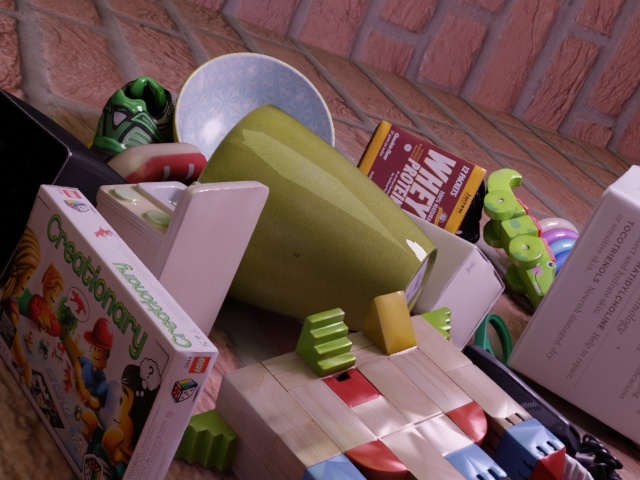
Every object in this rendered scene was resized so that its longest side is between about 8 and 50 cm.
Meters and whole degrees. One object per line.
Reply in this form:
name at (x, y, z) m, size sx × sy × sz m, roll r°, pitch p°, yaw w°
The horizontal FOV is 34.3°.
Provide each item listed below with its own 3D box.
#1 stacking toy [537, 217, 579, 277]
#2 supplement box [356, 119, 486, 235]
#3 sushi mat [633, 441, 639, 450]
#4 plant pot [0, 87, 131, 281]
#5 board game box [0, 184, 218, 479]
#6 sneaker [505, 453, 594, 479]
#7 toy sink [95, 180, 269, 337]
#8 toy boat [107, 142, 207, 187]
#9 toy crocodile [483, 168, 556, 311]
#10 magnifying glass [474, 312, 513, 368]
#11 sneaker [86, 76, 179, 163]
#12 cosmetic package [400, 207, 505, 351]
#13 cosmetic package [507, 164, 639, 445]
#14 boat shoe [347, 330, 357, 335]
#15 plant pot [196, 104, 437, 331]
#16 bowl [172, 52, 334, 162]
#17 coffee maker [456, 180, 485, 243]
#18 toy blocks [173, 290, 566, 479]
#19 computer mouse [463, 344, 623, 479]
stacking toy at (0.506, 0.091, 2.014) m, size 0.141 × 0.141 × 0.330 m, roll 15°, pitch 26°, yaw -25°
supplement box at (0.156, -0.101, 1.762) m, size 0.191 × 0.129 × 0.194 m, roll 26°, pitch 2°, yaw -2°
sushi mat at (0.510, 0.270, 1.708) m, size 0.151 × 0.019 × 0.316 m, roll 14°, pitch 21°, yaw -28°
plant pot at (-0.356, -0.058, 1.334) m, size 0.188 × 0.187 × 0.167 m, roll 37°, pitch 10°, yaw 32°
board game box at (-0.226, 0.101, 1.027) m, size 0.053 × 0.193 × 0.305 m, roll 6°, pitch 26°, yaw -43°
sneaker at (0.232, 0.268, 1.292) m, size 0.236 × 0.095 × 0.104 m, roll 25°, pitch 12°, yaw 4°
toy sink at (-0.191, 0.007, 1.250) m, size 0.131 × 0.234 × 0.153 m, roll 34°, pitch 23°, yaw 25°
toy boat at (-0.246, -0.050, 1.524) m, size 0.151 × 0.151 × 0.231 m, roll 59°, pitch 28°, yaw 8°
toy crocodile at (0.394, -0.001, 2.031) m, size 0.105 × 0.115 × 0.340 m, roll -14°, pitch 47°, yaw -4°
magnifying glass at (0.249, 0.181, 1.575) m, size 0.231 × 0.026 × 0.092 m, roll -37°, pitch 105°, yaw -58°
sneaker at (-0.293, -0.219, 1.848) m, size 0.134 × 0.146 × 0.343 m, roll 25°, pitch 19°, yaw 2°
cosmetic package at (0.110, 0.031, 1.579) m, size 0.296 × 0.129 × 0.153 m, roll 28°, pitch -12°, yaw 38°
cosmetic package at (0.570, 0.126, 1.633) m, size 0.394 × 0.327 × 0.329 m, roll 31°, pitch 21°, yaw 15°
boat shoe at (-0.009, 0.060, 1.562) m, size 0.233 × 0.079 × 0.084 m, roll 34°, pitch 23°, yaw 29°
plant pot at (0.000, 0.000, 1.412) m, size 0.294 × 0.274 × 0.275 m, roll 28°, pitch 20°, yaw 15°
bowl at (-0.135, -0.173, 1.848) m, size 0.290 × 0.289 × 0.156 m, roll 19°, pitch -21°, yaw -16°
coffee maker at (0.294, -0.088, 2.154) m, size 0.120 × 0.171 × 0.178 m, roll 22°, pitch 19°, yaw 3°
toy blocks at (0.075, 0.221, 1.097) m, size 0.381 × 0.190 × 0.261 m, roll -12°, pitch 42°, yaw -38°
computer mouse at (0.278, 0.246, 1.391) m, size 0.272 × 0.072 × 0.188 m, roll 40°, pitch -5°, yaw 31°
